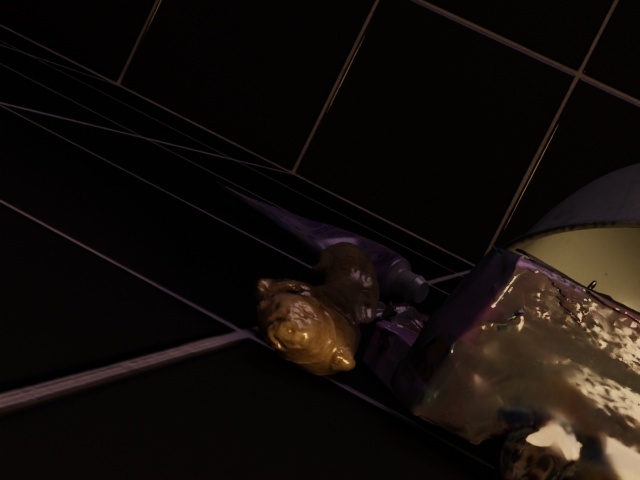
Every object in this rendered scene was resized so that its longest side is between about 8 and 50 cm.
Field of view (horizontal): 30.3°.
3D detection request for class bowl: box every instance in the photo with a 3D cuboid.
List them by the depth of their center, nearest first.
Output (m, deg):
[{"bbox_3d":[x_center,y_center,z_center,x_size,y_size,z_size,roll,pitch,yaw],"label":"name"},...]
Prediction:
[{"bbox_3d":[0.283,0.023,0.840,0.314,0.146,0.313,20,-27,11],"label":"bowl"}]

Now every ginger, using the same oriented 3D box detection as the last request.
[{"bbox_3d":[-0.003,0.046,0.846,0.089,0.075,0.288,22,9,1],"label":"ginger"}]

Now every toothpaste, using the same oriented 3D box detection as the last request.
[{"bbox_3d":[0.000,0.000,1.386,0.301,0.048,0.075,27,16,33],"label":"toothpaste"}]

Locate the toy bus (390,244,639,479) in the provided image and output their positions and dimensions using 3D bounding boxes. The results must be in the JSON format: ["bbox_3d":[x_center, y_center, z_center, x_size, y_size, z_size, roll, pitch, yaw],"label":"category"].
[{"bbox_3d":[0.208,0.119,0.739,0.317,0.138,0.112,27,4,-8],"label":"toy bus"}]

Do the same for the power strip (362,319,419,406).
[{"bbox_3d":[0.159,0.134,0.887,0.279,0.037,0.109,24,6,-22],"label":"power strip"}]

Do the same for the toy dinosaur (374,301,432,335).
[{"bbox_3d":[0.084,0.075,1.141,0.108,0.032,0.220,18,7,-41],"label":"toy dinosaur"}]
